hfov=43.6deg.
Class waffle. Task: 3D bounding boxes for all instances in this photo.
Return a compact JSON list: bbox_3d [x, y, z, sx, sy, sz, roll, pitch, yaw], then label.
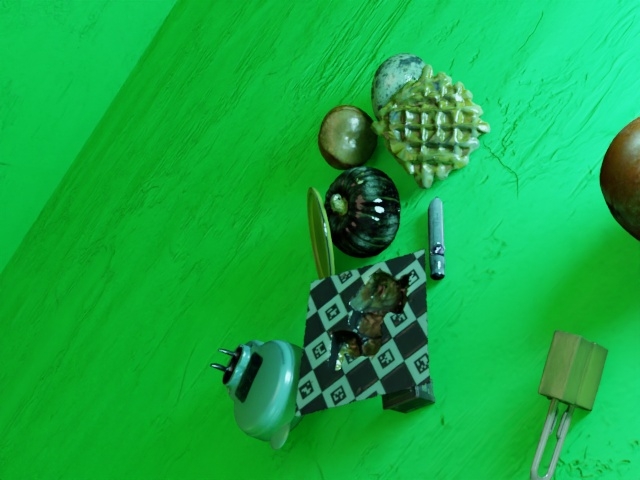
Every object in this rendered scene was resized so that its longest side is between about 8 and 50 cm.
[{"bbox_3d":[0.226,-0.233,1.627,0.204,0.054,0.223,-42,71,14],"label":"waffle"}]

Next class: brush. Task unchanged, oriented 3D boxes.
[{"bbox_3d":[0.363,0.259,1.201,0.047,0.103,0.233,9,77,48],"label":"brush"}]

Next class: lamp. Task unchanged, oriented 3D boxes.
[{"bbox_3d":[-0.113,0.306,1.693,0.284,0.147,0.209,23,85,45],"label":"lamp"}]

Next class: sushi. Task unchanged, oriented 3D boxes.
[{"bbox_3d":[0.094,0.185,1.532,0.294,0.059,0.292,-18,51,32],"label":"sushi"}]

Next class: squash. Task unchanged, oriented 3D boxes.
[{"bbox_3d":[0.085,-0.060,1.676,0.193,0.156,0.193,32,130,48],"label":"squash"}]

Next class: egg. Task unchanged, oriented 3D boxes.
[{"bbox_3d":[0.174,-0.322,1.742,0.132,0.132,0.172,23,99,53],"label":"egg"}]

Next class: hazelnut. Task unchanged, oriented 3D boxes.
[{"bbox_3d":[0.056,-0.235,1.831,0.150,0.150,0.150,-27,50,38],"label":"hazelnut"}]

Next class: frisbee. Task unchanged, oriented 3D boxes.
[{"bbox_3d":[0.000,0.000,1.730,0.236,0.017,0.236,170,90,-82],"label":"frisbee"}]

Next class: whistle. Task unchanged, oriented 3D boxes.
[{"bbox_3d":[0.228,-0.004,1.570,0.033,0.033,0.176,-25,52,40],"label":"whistle"}]

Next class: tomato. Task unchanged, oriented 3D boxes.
[{"bbox_3d":[0.503,-0.083,1.147,0.184,0.208,0.208,-43,41,11],"label":"tomato"}]

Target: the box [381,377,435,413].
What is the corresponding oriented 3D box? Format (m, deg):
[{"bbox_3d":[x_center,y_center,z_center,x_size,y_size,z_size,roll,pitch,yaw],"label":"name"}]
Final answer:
[{"bbox_3d":[0.160,0.277,1.458,0.084,0.063,0.060,-31,50,34],"label":"box"}]
